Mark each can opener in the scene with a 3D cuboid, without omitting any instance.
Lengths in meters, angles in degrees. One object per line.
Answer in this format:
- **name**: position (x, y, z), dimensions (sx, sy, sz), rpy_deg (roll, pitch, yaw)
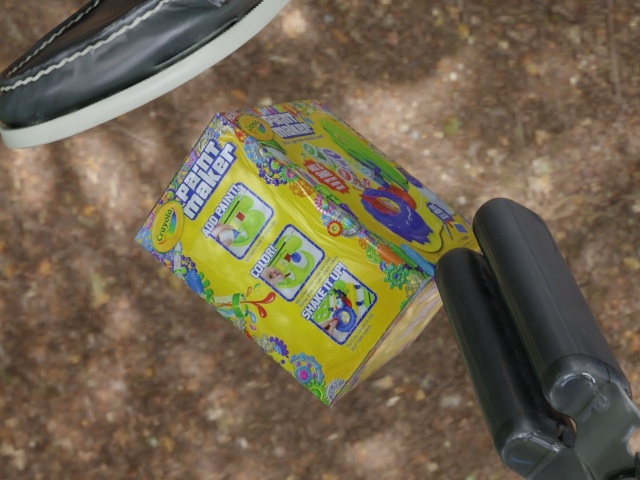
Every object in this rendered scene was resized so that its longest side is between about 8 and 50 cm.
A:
- **can opener**: position (0.131, 0.087, 0.648), dimensions (0.076, 0.095, 0.283), rpy_deg (-54, 25, 24)

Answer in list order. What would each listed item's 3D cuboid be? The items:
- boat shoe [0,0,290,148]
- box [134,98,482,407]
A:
- **boat shoe**: position (-0.052, -0.179, 0.731), dimensions (0.113, 0.340, 0.127), rpy_deg (61, 165, -25)
- **box**: position (0.000, 0.000, 1.491), dimensions (0.279, 0.290, 0.177), rpy_deg (39, 110, 10)
